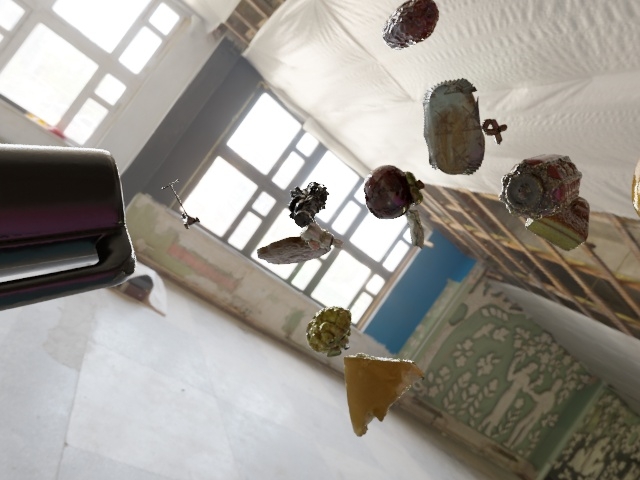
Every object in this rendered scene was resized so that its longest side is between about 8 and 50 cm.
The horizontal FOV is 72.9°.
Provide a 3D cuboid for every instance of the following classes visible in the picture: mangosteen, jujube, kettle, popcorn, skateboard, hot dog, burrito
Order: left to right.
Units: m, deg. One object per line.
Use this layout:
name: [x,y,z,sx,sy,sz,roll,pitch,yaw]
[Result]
kettle: [-0.438,-0.035,0.587,0.308,0.203,0.262,-7,15,-35]
skateboard: [-0.248,-0.066,0.758,0.064,0.032,0.083,27,-36,53]
popcorn: [0.046,0.366,1.751,0.169,0.218,0.189,40,-17,41]
mangosteen: [0.218,-0.145,1.278,0.180,0.166,0.166,-7,-19,20]
jujube: [0.232,-0.572,1.149,0.176,0.112,0.109,16,-46,64]
burrito: [0.402,-0.050,1.830,0.229,0.063,0.058,65,21,-43]
hot dog: [0.369,-0.309,1.207,0.163,0.270,0.082,-3,17,31]

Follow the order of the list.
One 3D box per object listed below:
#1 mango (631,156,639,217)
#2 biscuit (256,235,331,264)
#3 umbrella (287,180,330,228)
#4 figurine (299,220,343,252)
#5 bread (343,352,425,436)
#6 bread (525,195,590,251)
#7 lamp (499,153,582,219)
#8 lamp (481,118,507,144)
mango: [0.621,-0.112,0.758,0.126,0.252,0.153,28,-34,37]
biscuit: [-0.100,0.045,1.725,0.257,0.273,0.049,33,42,-62]
umbrella: [-0.060,-0.118,1.491,0.128,0.154,0.336,60,25,-13]
figurine: [0.001,-0.006,1.537,0.146,0.081,0.098,36,-34,-17]
bread: [0.193,0.434,1.237,0.211,0.223,0.184,-4,-9,22]
bread: [0.833,-0.091,1.509,0.184,0.234,0.110,31,-42,4]
lamp: [0.618,-0.152,1.210,0.177,0.177,0.274,35,35,32]
lamp: [0.511,-0.328,1.284,0.083,0.063,0.031,20,3,-20]
